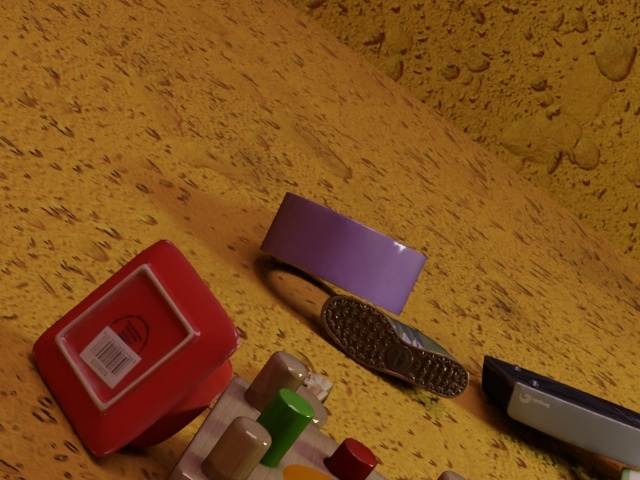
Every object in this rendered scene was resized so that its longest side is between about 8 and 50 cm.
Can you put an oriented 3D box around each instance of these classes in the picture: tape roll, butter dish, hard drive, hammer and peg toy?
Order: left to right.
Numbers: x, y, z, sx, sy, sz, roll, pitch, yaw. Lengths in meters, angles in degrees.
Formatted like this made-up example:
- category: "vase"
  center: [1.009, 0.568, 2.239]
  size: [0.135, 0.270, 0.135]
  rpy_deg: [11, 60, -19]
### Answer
- category: "butter dish"
  center: [-0.141, 0.110, 1.520]
  size: [0.160, 0.160, 0.118]
  rpy_deg: [49, -3, 41]
- category: "hammer and peg toy"
  center: [0.018, 0.216, 1.521]
  size: [0.266, 0.127, 0.361]
  rpy_deg: [36, 15, 0]
- category: "tape roll"
  center: [0.027, 0.016, 2.130]
  size: [0.189, 0.080, 0.189]
  rpy_deg: [26, -2, 1]
- category: "hard drive"
  center: [0.329, 0.221, 2.206]
  size: [0.254, 0.054, 0.172]
  rpy_deg: [21, 5, -12]

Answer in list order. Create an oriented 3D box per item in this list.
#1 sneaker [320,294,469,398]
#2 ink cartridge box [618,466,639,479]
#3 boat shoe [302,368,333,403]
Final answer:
- category: "sneaker"
  center: [0.083, 0.125, 2.083]
  size: [0.192, 0.064, 0.086]
  rpy_deg: [30, 0, -2]
- category: "ink cartridge box"
  center: [0.460, 0.342, 2.079]
  size: [0.235, 0.056, 0.171]
  rpy_deg: [15, 13, 8]
- category: "boat shoe"
  center: [-0.020, 0.158, 1.777]
  size: [0.045, 0.050, 0.135]
  rpy_deg: [33, 5, 2]
